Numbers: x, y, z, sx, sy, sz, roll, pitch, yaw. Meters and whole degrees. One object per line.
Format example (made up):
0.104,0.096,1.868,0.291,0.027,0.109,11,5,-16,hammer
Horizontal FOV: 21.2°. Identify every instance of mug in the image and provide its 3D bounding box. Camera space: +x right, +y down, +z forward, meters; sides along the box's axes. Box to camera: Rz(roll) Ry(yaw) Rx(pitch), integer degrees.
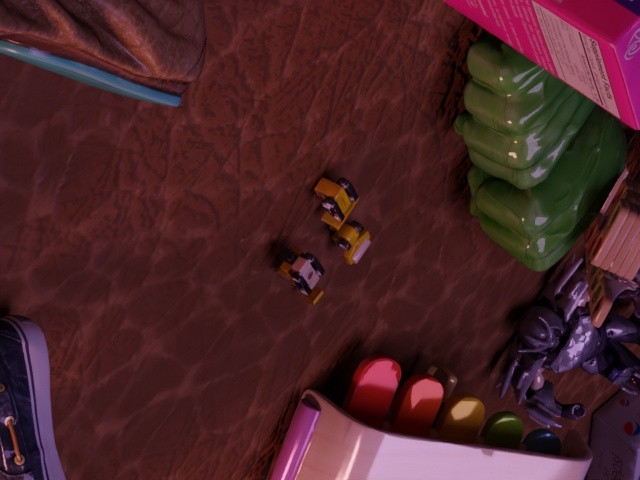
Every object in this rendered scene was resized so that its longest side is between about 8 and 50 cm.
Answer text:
0.099,0.158,1.590,0.078,0.064,0.062,-39,122,-6,mug

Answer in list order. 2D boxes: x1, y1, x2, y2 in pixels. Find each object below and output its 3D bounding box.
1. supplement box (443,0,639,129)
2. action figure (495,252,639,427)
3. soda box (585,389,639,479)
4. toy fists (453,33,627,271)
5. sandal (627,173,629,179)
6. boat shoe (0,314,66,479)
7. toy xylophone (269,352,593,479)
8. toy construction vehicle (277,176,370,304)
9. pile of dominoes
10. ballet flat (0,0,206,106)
0.159,-0.190,1.143,0.111,0.220,0.114,-47,150,-7,supplement box
0.286,0.105,1.763,0.285,0.099,0.185,11,123,-52,action figure
0.372,0.272,2.081,0.069,0.074,0.216,-36,146,-24,soda box
0.178,-0.083,1.413,0.142,0.096,0.279,-56,154,-24,toy fists
0.434,-0.149,1.673,0.416,0.102,0.169,-57,149,10,sandal
-0.216,0.143,1.105,0.083,0.065,0.183,-9,91,-41,boat shoe
0.099,0.243,1.539,0.323,0.081,0.236,21,101,-31,toy xylophone
0.000,0.000,1.333,0.086,0.035,0.098,-57,154,-11,toy construction vehicle
0.272,-0.051,1.537,0.251,0.040,0.196,-75,-171,-67,pile of dominoes
-0.170,-0.146,0.881,0.342,0.116,0.124,3,100,-55,ballet flat
